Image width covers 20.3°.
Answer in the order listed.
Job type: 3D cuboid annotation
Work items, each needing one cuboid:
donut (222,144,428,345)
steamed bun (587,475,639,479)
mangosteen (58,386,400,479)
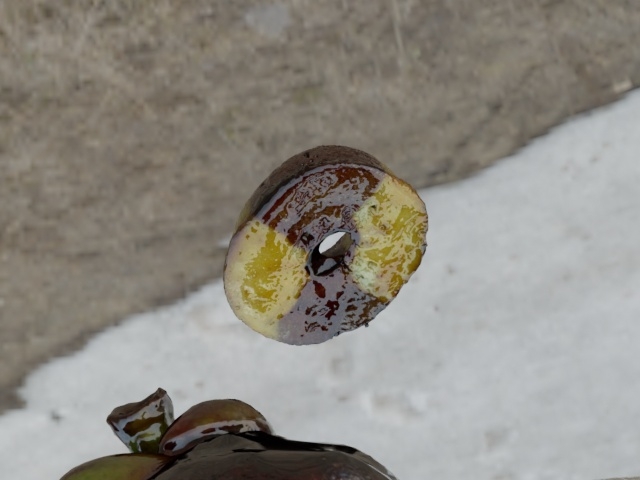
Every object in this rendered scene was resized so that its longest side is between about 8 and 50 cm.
[{"bbox_3d":[0.000,0.000,1.541,0.166,0.073,0.184,22,113,-25],"label":"donut"},{"bbox_3d":[0.292,0.266,1.505,0.228,0.130,0.177,-4,-179,6],"label":"steamed bun"},{"bbox_3d":[-0.049,0.195,1.039,0.228,0.265,0.228,-28,151,-17],"label":"mangosteen"}]
